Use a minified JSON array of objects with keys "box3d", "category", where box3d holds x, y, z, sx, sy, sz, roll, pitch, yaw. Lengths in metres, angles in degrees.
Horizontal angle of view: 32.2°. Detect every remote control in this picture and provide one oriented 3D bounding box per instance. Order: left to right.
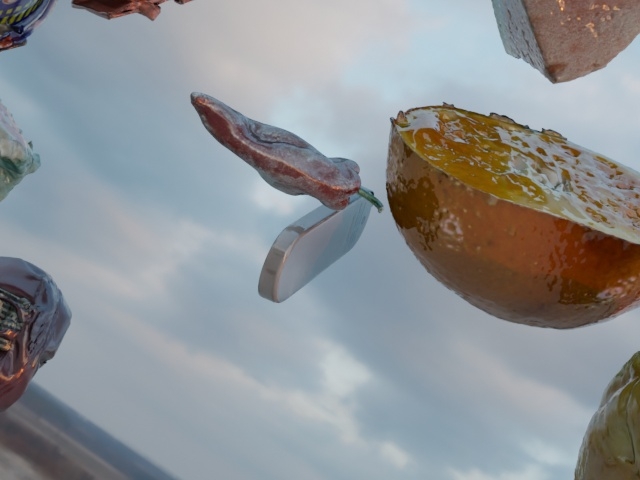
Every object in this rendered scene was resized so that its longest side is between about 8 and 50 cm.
[{"box3d":[0.000,0.000,1.111,0.022,0.077,0.245,25,24,15],"category":"remote control"}]

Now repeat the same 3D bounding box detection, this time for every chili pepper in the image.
[{"box3d":[-0.026,-0.055,0.762,0.153,0.041,0.050,24,-12,-15],"category":"chili pepper"}]

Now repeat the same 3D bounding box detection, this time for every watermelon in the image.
[{"box3d":[0.293,-0.297,1.239,0.232,0.193,0.310,64,2,15],"category":"watermelon"}]

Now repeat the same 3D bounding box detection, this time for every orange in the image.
[{"box3d":[0.228,-0.036,1.117,0.274,0.310,0.274,-14,90,-89],"category":"orange"}]

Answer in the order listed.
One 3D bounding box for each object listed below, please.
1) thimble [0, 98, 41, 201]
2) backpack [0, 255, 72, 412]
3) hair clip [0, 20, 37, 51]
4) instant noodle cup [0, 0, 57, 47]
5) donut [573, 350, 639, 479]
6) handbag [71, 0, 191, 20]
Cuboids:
[{"box3d":[-0.442,-0.112,1.286,0.149,0.211,0.185,56,-48,14],"category":"thimble"},{"box3d":[-0.518,0.131,1.586,0.317,0.283,0.197,1,-39,31],"category":"backpack"},{"box3d":[-0.462,-0.372,1.287,0.095,0.110,0.359,-21,-78,39],"category":"hair clip"},{"box3d":[-0.313,-0.379,1.068,0.284,0.284,0.312,40,-40,-19],"category":"instant noodle cup"},{"box3d":[0.388,0.283,0.914,0.449,0.198,0.449,40,-38,40],"category":"donut"},{"box3d":[-0.186,-0.316,1.332,0.157,0.212,0.059,32,-45,51],"category":"handbag"}]
